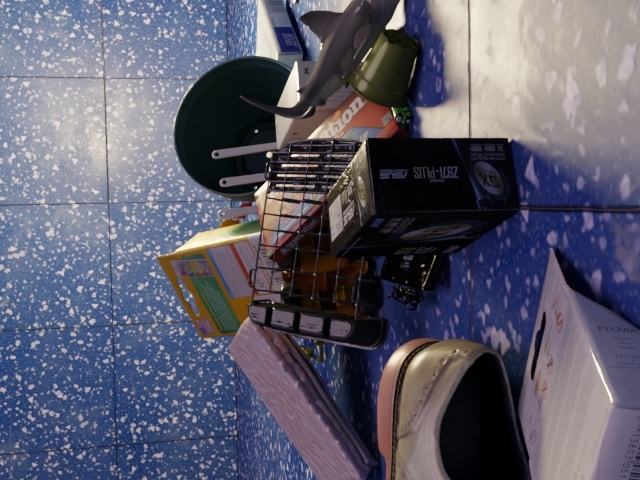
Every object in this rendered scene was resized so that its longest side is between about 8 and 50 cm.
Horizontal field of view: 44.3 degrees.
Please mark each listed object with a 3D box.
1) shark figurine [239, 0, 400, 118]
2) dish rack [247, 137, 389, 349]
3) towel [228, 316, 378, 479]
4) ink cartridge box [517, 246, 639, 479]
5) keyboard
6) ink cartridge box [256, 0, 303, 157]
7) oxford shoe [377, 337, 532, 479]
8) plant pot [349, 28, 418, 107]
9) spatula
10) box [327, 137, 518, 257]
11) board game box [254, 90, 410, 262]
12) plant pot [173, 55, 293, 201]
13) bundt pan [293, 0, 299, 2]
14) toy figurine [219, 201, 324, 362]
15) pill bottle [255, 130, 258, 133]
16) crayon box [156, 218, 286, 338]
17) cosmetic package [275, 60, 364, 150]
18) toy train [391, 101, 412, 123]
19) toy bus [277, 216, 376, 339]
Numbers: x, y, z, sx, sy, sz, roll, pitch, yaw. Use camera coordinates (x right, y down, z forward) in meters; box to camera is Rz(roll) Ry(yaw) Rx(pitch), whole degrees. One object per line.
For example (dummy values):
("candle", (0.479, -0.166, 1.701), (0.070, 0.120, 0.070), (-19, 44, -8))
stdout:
("shark figurine", (0.004, -0.261, 1.074), (0.278, 0.116, 0.166), (-53, -5, -9))
("dish rack", (0.000, 0.000, 1.056), (0.208, 0.074, 0.272), (6, 87, 37))
("towel", (-0.041, 0.285, 1.392), (0.332, 0.053, 0.317), (55, 159, 8))
("ink cartridge box", (0.208, 0.134, 0.620), (0.225, 0.056, 0.181), (-75, -10, -63))
("keyboard", (0.123, 0.040, 1.017), (0.192, 0.038, 0.100), (-168, 100, -78))
("ink cartridge box", (-0.104, -0.370, 1.890), (0.324, 0.071, 0.330), (-107, 17, -49))
("oxford shoe", (0.131, 0.290, 0.752), (0.146, 0.140, 0.397), (151, 115, -68))
("plant pot", (0.089, -0.228, 1.021), (0.083, 0.083, 0.079), (-105, 29, -46))
("spatula", (-0.086, -0.119, 1.477), (0.019, 0.242, 0.168), (37, -134, -75))
("box", (0.098, -0.039, 0.823), (0.180, 0.147, 0.078), (130, 137, -71))
("board game box", (0.007, -0.106, 1.152), (0.281, 0.027, 0.145), (-44, 39, 26))
("plant pot", (-0.129, -0.203, 1.625), (0.196, 0.293, 0.293), (44, -142, -70))
("bundt pan", (0.022, -0.519, 1.158), (0.331, 0.124, 0.331), (179, 90, -78))
("toy figurine", (-0.051, 0.048, 1.648), (0.217, 0.191, 0.363), (-52, -42, -50))
("pill bottle", (-0.195, -0.290, 2.213), (0.108, 0.108, 0.194), (125, 141, -70))
("crayon box", (-0.142, 0.074, 1.505), (0.322, 0.083, 0.203), (-11, 113, 38))
("cosmetic package", (-0.004, -0.223, 1.339), (0.231, 0.117, 0.086), (137, 129, -76))
("toy train", (0.103, -0.185, 1.062), (0.083, 0.023, 0.017), (-104, 17, -45))
("toy bus", (0.008, 0.058, 1.298), (0.211, 0.149, 0.220), (83, 180, -76))
